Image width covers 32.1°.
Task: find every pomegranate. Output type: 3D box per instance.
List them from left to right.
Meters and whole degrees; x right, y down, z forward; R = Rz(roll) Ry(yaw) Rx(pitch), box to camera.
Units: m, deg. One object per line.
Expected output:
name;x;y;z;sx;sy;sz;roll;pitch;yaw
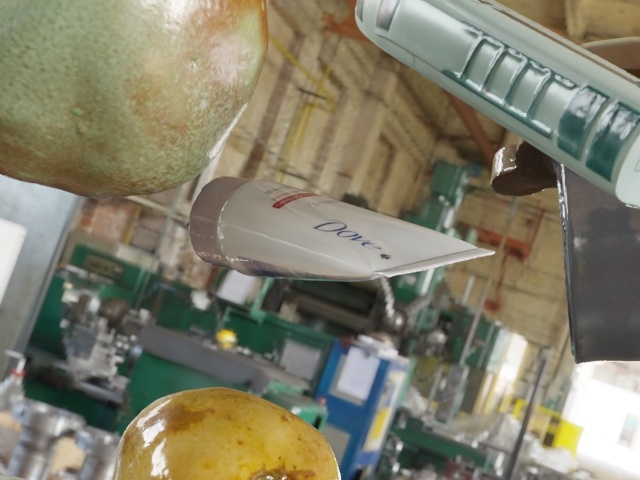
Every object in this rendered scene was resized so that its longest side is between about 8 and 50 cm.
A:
pomegranate;-0.163;0.442;1.855;0.417;0.416;0.416;19;-4;1

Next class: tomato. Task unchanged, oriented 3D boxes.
tomato;-0.194;-0.174;0.911;0.303;0.303;0.239;20;38;-7

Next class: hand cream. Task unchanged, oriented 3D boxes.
hand cream;0.000;0.000;0.901;0.248;0.083;0.133;10;15;40

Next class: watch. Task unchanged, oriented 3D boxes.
watch;0.357;-0.024;1.305;0.314;0.327;0.335;-5;-24;11

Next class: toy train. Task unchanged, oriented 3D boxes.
toy train;0.136;-0.159;0.953;0.088;0.086;0.407;3;28;-41

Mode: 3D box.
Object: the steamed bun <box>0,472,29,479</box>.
steamed bun;-0.137;0.256;0.487;0.310;0.324;0.219;39;-43;-13
